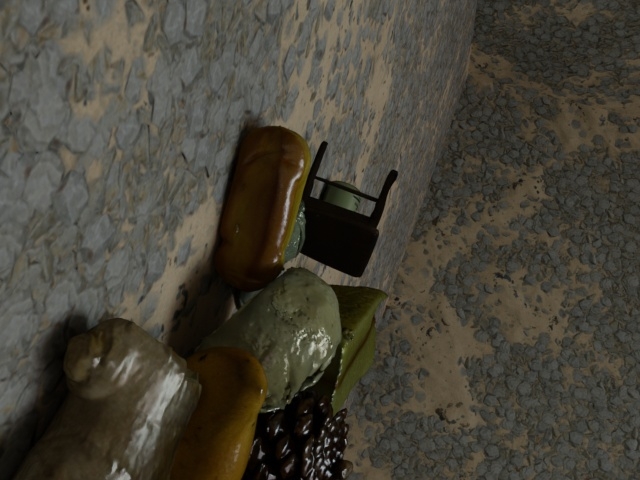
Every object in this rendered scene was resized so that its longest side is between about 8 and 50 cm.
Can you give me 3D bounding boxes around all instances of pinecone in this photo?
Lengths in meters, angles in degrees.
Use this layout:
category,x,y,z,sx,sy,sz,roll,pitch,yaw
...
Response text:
category,x,y,z,sx,sy,sz,roll,pitch,yaw
pinecone,-0.076,0.333,1.154,0.224,0.272,0.224,15,90,-71

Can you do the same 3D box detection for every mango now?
category,x,y,z,sx,sy,sz,roll,pitch,yaw
mango,-0.158,0.251,0.882,0.120,0.177,0.295,30,104,-41

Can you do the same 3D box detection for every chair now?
category,x,y,z,sx,sy,sz,roll,pitch,yaw
chair,0.000,0.000,1.241,0.160,0.186,0.319,110,3,-55

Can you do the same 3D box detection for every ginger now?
category,x,y,z,sx,sy,sz,roll,pitch,yaw
ginger,-0.223,0.200,0.721,0.276,0.130,0.222,-52,149,-58

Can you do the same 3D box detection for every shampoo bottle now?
category,x,y,z,sx,sy,sz,roll,pitch,yaw
shampoo bottle,0.027,-0.042,1.509,0.079,0.079,0.162,69,40,-69

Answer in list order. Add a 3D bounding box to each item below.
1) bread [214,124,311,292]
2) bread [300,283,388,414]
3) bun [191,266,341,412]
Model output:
category,x,y,z,sx,sy,sz,roll,pitch,yaw
bread,-0.084,-0.046,1.031,0.094,0.101,0.246,-38,146,-77
bread,0.067,0.219,1.429,0.361,0.244,0.234,-1,110,-44
bun,-0.068,0.162,1.039,0.259,0.152,0.259,-41,171,-8
